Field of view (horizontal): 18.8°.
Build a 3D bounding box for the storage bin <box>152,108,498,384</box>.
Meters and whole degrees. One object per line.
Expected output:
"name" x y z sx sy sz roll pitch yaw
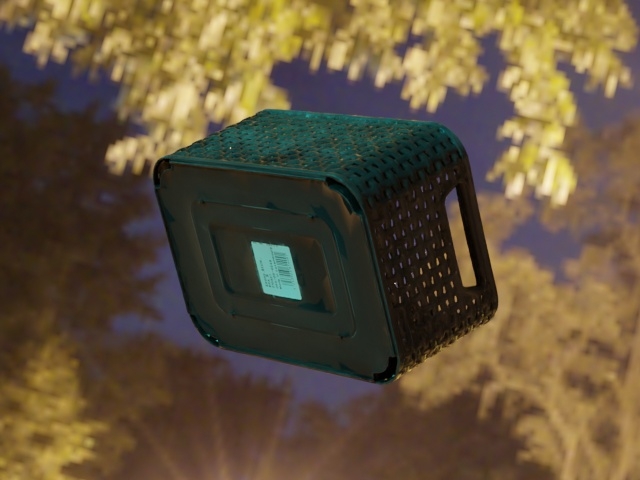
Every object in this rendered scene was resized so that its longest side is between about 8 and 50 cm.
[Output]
"storage bin" 0.000 0.000 1.090 0.084 0.122 0.180 -28 24 -36
